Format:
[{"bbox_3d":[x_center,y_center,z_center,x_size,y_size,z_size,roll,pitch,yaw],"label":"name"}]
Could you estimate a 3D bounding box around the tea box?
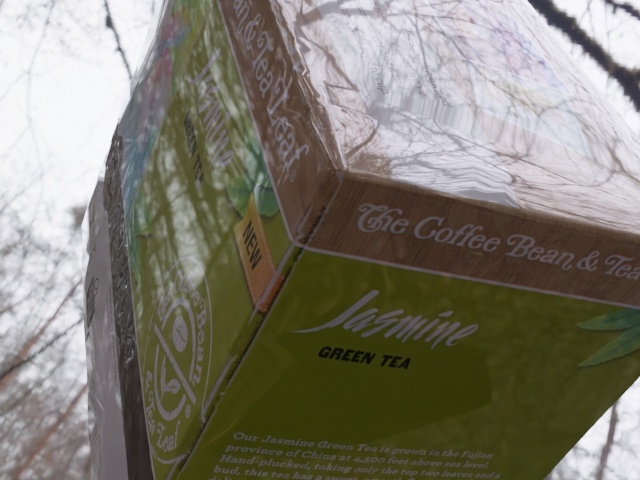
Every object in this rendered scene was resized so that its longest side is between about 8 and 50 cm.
[{"bbox_3d":[0.000,0.000,0.555,0.220,0.329,0.323,11,-53,-26],"label":"tea box"}]
